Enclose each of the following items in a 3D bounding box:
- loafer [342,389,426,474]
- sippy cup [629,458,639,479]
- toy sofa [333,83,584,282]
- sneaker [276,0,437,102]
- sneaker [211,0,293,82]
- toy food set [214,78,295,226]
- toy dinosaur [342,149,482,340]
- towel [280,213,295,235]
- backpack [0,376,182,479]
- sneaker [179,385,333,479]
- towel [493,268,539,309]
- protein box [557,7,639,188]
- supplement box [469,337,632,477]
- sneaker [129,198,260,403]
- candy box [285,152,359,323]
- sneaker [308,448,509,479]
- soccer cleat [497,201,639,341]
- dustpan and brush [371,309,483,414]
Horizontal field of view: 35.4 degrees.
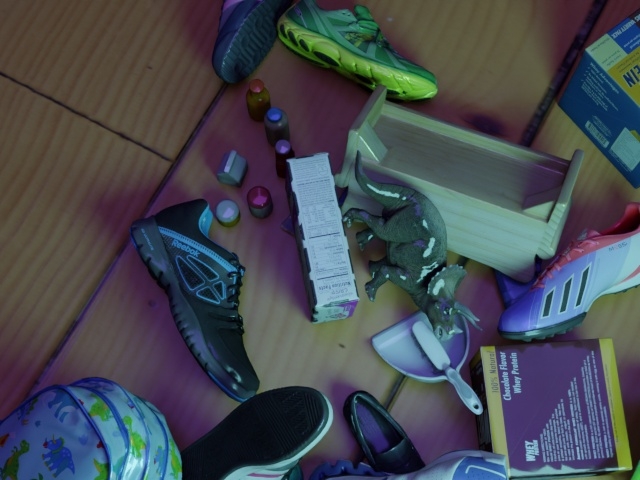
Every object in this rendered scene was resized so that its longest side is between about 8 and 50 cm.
[{"bbox_3d":[0.106,0.323,1.494,0.076,0.078,0.223,-32,75,-8],"label":"loafer"},{"bbox_3d":[0.545,0.345,1.393,0.306,0.240,0.224,10,105,-2],"label":"sippy cup"},{"bbox_3d":[0.214,-0.092,1.583,0.363,0.177,0.150,20,45,11],"label":"toy sofa"},{"bbox_3d":[0.071,-0.329,1.677,0.296,0.109,0.123,29,80,10],"label":"sneaker"},{"bbox_3d":[-0.130,-0.414,1.722,0.131,0.112,0.319,17,71,23],"label":"sneaker"},{"bbox_3d":[-0.104,-0.136,1.623,0.111,0.104,0.232,18,74,6],"label":"toy food set"},{"bbox_3d":[0.133,-0.001,1.534,0.160,0.121,0.313,-15,99,14],"label":"toy dinosaur"},{"bbox_3d":[-0.019,-0.037,1.641,0.060,0.009,0.083,38,77,12],"label":"towel"},{"bbox_3d":[-0.361,0.354,1.384,0.356,0.273,0.290,-33,54,-9],"label":"backpack"},{"bbox_3d":[-0.066,0.314,1.441,0.295,0.178,0.123,-34,57,23],"label":"sneaker"},{"bbox_3d":[0.318,0.079,1.591,0.067,0.029,0.119,-14,74,-4],"label":"towel"},{"bbox_3d":[0.510,-0.224,1.590,0.136,0.201,0.200,-37,76,-10],"label":"protein box"},{"bbox_3d":[0.334,0.254,1.485,0.194,0.129,0.191,-4,73,-1],"label":"supplement box"},{"bbox_3d":[-0.168,0.087,1.547,0.140,0.125,0.340,-28,75,-9],"label":"sneaker"},{"bbox_3d":[0.000,0.000,1.544,0.071,0.159,0.233,-10,78,-4],"label":"candy box"},{"bbox_3d":[0.103,0.387,1.375,0.316,0.182,0.127,-9,103,21],"label":"sneaker"},{"bbox_3d":[0.387,0.049,1.519,0.318,0.109,0.116,-25,108,-22],"label":"soccer cleat"},{"bbox_3d":[0.184,0.185,1.518,0.147,0.060,0.211,-29,60,-7],"label":"dustpan and brush"}]
